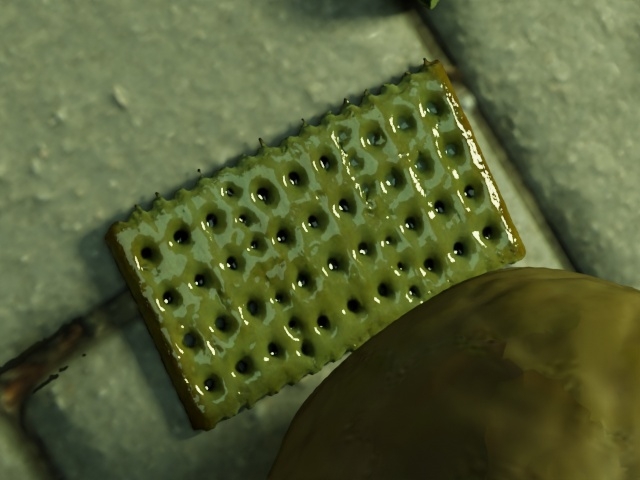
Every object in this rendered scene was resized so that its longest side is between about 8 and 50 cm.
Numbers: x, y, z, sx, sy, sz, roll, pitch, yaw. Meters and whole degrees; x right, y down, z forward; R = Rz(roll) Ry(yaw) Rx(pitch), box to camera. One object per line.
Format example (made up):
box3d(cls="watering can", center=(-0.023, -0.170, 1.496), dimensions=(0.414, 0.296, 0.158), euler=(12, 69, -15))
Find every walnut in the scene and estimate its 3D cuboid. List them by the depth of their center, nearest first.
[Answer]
box3d(cls="walnut", center=(0.117, 0.199, 0.991), dimensions=(0.381, 0.381, 0.381), euler=(1, 88, -18))

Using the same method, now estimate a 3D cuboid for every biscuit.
box3d(cls="biscuit", center=(0.000, 0.000, 1.118), dimensions=(0.231, 0.016, 0.139), euler=(-27, 98, -16))

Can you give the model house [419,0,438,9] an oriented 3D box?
box3d(cls="model house", center=(0.053, -0.190, 1.124), dimensions=(0.083, 0.066, 0.078), euler=(33, 90, 4))
